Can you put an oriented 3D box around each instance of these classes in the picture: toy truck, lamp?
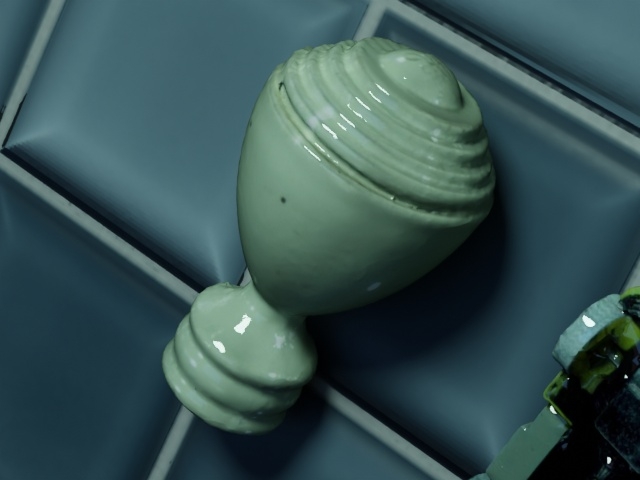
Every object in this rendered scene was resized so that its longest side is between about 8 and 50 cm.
[{"bbox_3d":[0.113,0.101,0.732,0.085,0.116,0.191,46,121,23],"label":"toy truck"},{"bbox_3d":[0.000,0.000,0.815,0.106,0.106,0.193,45,121,24],"label":"lamp"}]
